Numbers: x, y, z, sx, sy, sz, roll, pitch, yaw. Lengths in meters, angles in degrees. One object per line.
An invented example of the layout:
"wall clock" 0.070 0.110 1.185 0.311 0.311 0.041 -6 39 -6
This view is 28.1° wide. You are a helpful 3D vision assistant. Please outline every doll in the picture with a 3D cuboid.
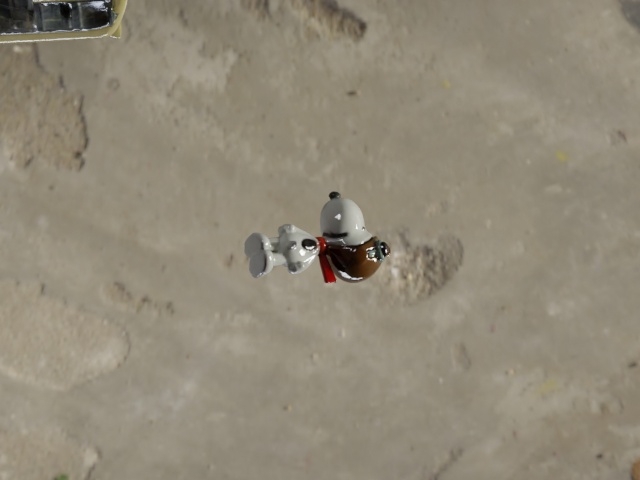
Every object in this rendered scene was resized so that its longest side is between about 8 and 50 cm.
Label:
"doll" 0.000 0.006 0.772 0.058 0.085 0.040 58 148 5

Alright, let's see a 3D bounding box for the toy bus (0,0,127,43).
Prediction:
"toy bus" -0.410 -0.346 1.577 0.365 0.177 0.202 -3 139 -8
